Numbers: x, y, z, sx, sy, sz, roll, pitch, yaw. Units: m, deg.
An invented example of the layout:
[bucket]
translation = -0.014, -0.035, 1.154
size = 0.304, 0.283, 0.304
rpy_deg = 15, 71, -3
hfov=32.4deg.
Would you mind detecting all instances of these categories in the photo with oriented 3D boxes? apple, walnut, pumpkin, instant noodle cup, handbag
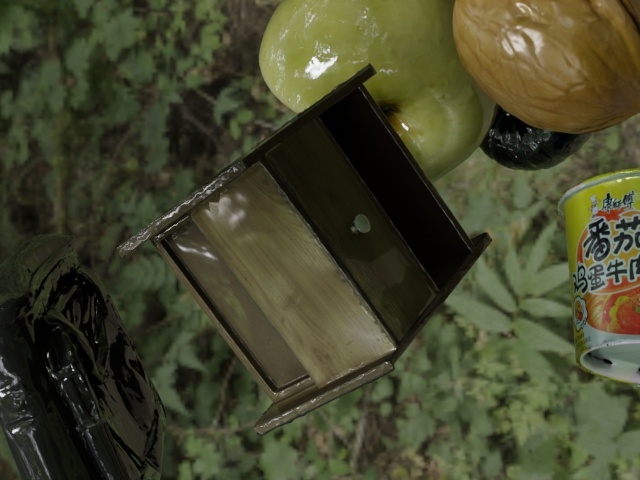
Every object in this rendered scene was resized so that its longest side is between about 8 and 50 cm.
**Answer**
[apple]
translation = 0.068, -0.199, 1.304
size = 0.254, 0.292, 0.292
rpy_deg = -91, 19, -47
[walnut]
translation = 0.180, -0.157, 0.851
size = 0.180, 0.144, 0.144
rpy_deg = 51, 139, 19
[pumpkin]
translation = 0.280, -0.192, 1.470
size = 0.202, 0.140, 0.201
rpy_deg = 9, 104, 38
[instant noodle cup]
translation = 0.406, 0.052, 1.287
size = 0.264, 0.264, 0.200
rpy_deg = -32, 46, 59
[handbag]
translation = -0.207, 0.121, 0.930
size = 0.275, 0.088, 0.244
rpy_deg = -98, -13, -78

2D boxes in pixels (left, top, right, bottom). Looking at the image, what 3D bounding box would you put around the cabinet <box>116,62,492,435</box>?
[cabinet]
translation = 0.000, 0.000, 0.827
size = 0.148, 0.215, 0.174
rpy_deg = -31, 97, 37
